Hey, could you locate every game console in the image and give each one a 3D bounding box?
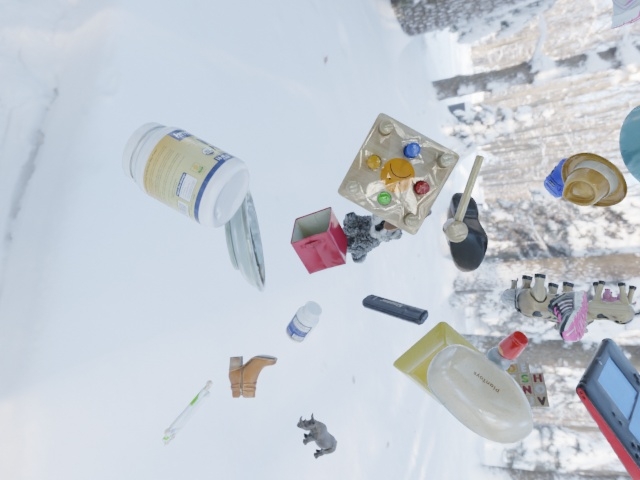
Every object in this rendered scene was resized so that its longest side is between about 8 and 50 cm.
[{"bbox_3d":[0.931,0.509,1.269,0.386,0.060,0.342,-18,75,-45],"label":"game console"}]

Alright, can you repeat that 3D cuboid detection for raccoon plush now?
[{"bbox_3d":[0.291,-0.026,2.184,0.446,0.299,0.216,48,41,-68],"label":"raccoon plush"}]

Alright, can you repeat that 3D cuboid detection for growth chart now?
[{"bbox_3d":[-0.336,0.442,1.072,0.172,0.021,0.237,-48,174,-28],"label":"growth chart"}]

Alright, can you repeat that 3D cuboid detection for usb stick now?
[{"bbox_3d":[0.283,0.262,1.625,0.077,0.278,0.045,-35,121,-36],"label":"usb stick"}]

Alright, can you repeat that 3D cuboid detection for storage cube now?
[{"bbox_3d":[0.000,0.000,1.857,0.215,0.183,0.193,-82,149,-53],"label":"storage cube"}]

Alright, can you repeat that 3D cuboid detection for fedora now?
[{"bbox_3d":[0.735,-0.150,1.169,0.194,0.079,0.194,51,-10,12],"label":"fedora"}]

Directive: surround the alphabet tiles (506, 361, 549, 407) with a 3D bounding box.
[{"bbox_3d":[0.652,0.520,1.465,0.009,0.237,0.198,56,33,-40],"label":"alphabet tiles"}]

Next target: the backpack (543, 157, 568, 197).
[{"bbox_3d":[0.804,-0.204,1.407,0.120,0.101,0.098,107,-33,-53],"label":"backpack"}]

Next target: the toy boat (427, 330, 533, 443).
[{"bbox_3d":[0.427,0.359,1.079,0.318,0.267,0.148,-32,153,-38],"label":"toy boat"}]

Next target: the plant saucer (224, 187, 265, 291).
[{"bbox_3d":[-0.281,-0.002,1.555,0.400,0.100,0.401,170,-90,-86],"label":"plant saucer"}]

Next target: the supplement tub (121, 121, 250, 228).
[{"bbox_3d":[-0.396,-0.198,1.259,0.228,0.316,0.228,-59,171,-15],"label":"supplement tub"}]

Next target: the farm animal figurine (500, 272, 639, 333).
[{"bbox_3d":[0.754,0.214,1.302,0.330,0.326,0.172,61,43,-74],"label":"farm animal figurine"}]

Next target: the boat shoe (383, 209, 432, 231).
[{"bbox_3d":[0.369,-0.087,1.779,0.073,0.206,0.073,33,40,-46],"label":"boat shoe"}]

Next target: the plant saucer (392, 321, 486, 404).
[{"bbox_3d":[0.559,0.583,1.917,0.332,0.333,0.081,40,19,-8],"label":"plant saucer"}]

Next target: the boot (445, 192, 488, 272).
[{"bbox_3d":[0.434,-0.006,1.297,0.115,0.112,0.305,102,1,-47],"label":"boot"}]

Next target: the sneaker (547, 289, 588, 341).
[{"bbox_3d":[0.552,0.169,0.955,0.170,0.074,0.063,-40,113,-43],"label":"sneaker"}]

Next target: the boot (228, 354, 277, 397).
[{"bbox_3d":[-0.248,0.506,1.573,0.073,0.197,0.153,25,59,-71],"label":"boot"}]

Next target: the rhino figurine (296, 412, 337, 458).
[{"bbox_3d":[-0.017,0.769,1.677,0.243,0.106,0.073,59,5,-24],"label":"rhino figurine"}]

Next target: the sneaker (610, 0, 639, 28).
[{"bbox_3d":[0.848,-0.640,1.051,0.103,0.252,0.111,-26,97,-32],"label":"sneaker"}]

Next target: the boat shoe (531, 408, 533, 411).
[{"bbox_3d":[0.537,0.471,1.299,0.077,0.219,0.070,25,101,-36],"label":"boat shoe"}]

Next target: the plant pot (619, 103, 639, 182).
[{"bbox_3d":[1.056,-0.302,1.174,0.235,0.292,0.293,122,-34,-83],"label":"plant pot"}]

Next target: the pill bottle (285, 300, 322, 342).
[{"bbox_3d":[-0.044,0.222,1.164,0.120,0.067,0.067,-57,180,34],"label":"pill bottle"}]

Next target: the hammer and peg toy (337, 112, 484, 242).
[{"bbox_3d":[0.262,-0.161,1.167,0.266,0.361,0.127,-62,180,7],"label":"hammer and peg toy"}]
